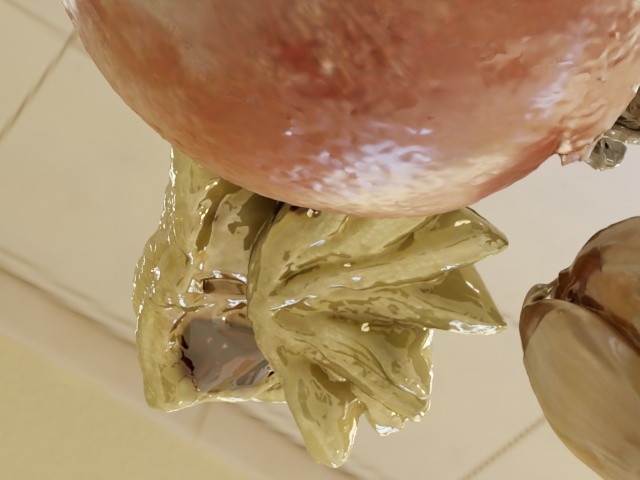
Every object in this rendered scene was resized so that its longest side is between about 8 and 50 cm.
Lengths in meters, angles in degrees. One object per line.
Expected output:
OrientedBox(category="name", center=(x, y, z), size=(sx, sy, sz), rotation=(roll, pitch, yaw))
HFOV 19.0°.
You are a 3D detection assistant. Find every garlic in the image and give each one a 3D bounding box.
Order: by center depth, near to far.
OrientedBox(category="garlic", center=(0.220, 0.077, 1.142), size=(0.160, 0.191, 0.214), rotation=(-40, 151, 13))

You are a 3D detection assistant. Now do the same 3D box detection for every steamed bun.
OrientedBox(category="steamed bun", center=(0.000, 0.000, 1.285), size=(0.247, 0.189, 0.428), rotation=(14, 130, -4))

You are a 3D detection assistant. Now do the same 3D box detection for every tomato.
OrientedBox(category="tomato", center=(0.007, -0.147, 0.837), size=(0.335, 0.176, 0.289), rotation=(-18, 91, 37))

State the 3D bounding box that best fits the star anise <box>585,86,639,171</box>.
OrientedBox(category="star anise", center=(0.149, -0.111, 1.542), size=(0.212, 0.129, 0.283), rotation=(-22, 148, 38))
